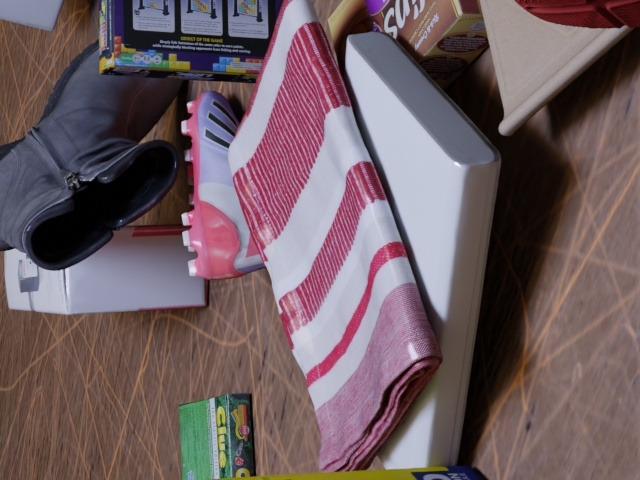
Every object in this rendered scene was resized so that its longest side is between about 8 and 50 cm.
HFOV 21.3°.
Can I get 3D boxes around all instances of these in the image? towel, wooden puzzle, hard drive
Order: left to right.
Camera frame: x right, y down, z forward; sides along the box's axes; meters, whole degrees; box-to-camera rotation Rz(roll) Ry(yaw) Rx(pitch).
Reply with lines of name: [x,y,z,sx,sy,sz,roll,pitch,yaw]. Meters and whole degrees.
towel: [0.000,0.000,1.339,0.237,0.037,0.329,116,140,-57]
hard drive: [0.060,0.024,1.295,0.203,0.040,0.307,-125,33,-50]
wooden puzzle: [0.171,-0.217,1.142,0.221,0.044,0.238,-43,47,54]

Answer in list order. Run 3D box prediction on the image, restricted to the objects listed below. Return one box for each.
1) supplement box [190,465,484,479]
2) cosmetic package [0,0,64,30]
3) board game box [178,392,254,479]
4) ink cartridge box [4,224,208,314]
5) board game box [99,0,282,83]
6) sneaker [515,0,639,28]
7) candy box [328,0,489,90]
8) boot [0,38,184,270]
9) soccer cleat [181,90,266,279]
supplement box: [-0.024,0.288,1.163,0.194,0.357,0.195,44,128,55]
cosmetic package: [-0.324,-0.491,1.979,0.453,0.161,0.230,120,155,-45]
board game box: [-0.100,0.286,1.692,0.136,0.030,0.259,159,110,-65]
ink cartridge box: [-0.232,0.030,1.821,0.218,0.159,0.092,2,94,64]
board game box: [-0.121,-0.222,1.590,0.048,0.170,0.141,166,104,-65]
sneaker: [0.211,-0.207,0.979,0.221,0.087,0.128,-13,63,30]
candy box: [0.074,-0.173,1.323,0.186,0.053,0.109,134,129,-56]
boot: [-0.203,-0.092,1.699,0.223,0.338,0.118,9,142,50]
soccer cleat: [-0.083,-0.055,1.631,0.248,0.095,0.083,-94,0,-49]
